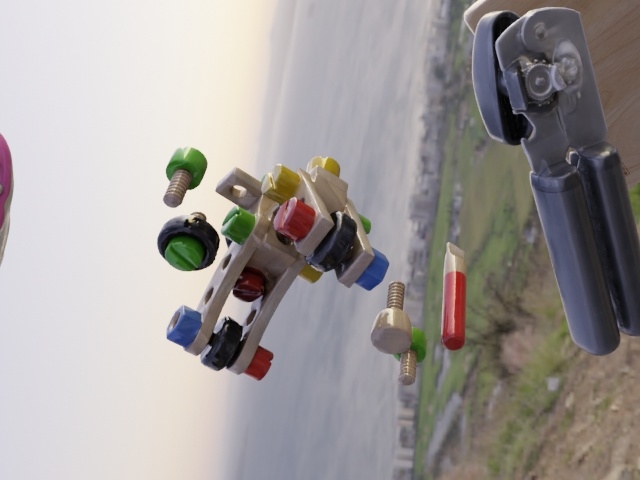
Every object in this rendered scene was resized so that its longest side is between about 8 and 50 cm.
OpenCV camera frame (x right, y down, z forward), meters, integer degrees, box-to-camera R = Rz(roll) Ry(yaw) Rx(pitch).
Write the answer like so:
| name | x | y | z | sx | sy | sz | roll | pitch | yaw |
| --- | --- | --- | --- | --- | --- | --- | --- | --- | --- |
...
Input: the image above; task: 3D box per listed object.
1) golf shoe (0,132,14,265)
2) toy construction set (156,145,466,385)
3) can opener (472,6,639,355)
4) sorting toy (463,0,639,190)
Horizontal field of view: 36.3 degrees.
| name | x | y | z | sx | sy | sz | roll | pitch | yaw |
| --- | --- | --- | --- | --- | --- | --- | --- | --- | --- |
| golf shoe | -0.310 | 0.053 | 0.788 | 0.140 | 0.115 | 0.306 | 161 | 126 | -81 |
| toy construction set | 0.000 | 0.000 | 1.018 | 0.237 | 0.309 | 0.257 | -78 | 2 | -47 |
| can opener | 0.192 | -0.049 | 0.779 | 0.095 | 0.076 | 0.283 | 29 | 141 | 65 |
| sorting toy | 0.314 | -0.216 | 0.995 | 0.257 | 0.255 | 0.089 | -37 | 20 | 11 |
